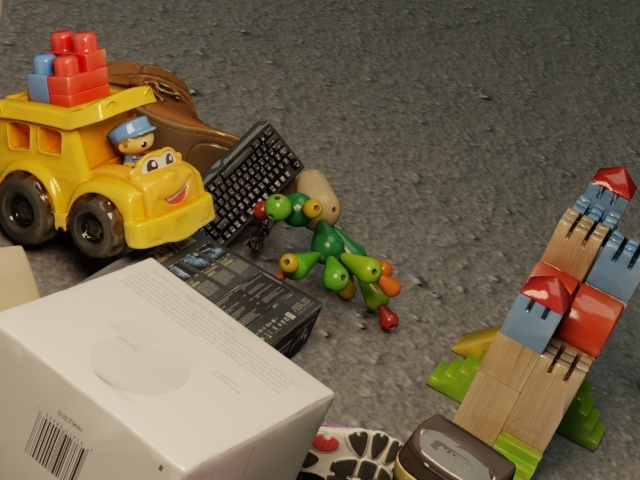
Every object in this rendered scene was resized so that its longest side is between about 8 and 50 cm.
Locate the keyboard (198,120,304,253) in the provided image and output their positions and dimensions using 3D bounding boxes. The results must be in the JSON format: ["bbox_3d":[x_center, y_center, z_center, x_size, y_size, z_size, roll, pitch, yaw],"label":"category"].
[{"bbox_3d":[-0.084,-0.043,1.891,0.180,0.023,0.108,-46,110,-32],"label":"keyboard"}]

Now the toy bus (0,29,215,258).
[{"bbox_3d":[-0.226,-0.103,1.734,0.220,0.211,0.149,12,21,33],"label":"toy bus"}]

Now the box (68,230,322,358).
[{"bbox_3d":[-0.128,0.077,1.701,0.183,0.059,0.232,30,27,13],"label":"box"}]

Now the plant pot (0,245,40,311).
[{"bbox_3d":[-0.304,0.080,1.509,0.109,0.109,0.096,-6,50,-46],"label":"plant pot"}]

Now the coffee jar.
[{"bbox_3d":[0.089,0.240,1.432,0.096,0.184,0.079,33,27,17],"label":"coffee jar"}]

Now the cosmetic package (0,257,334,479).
[{"bbox_3d":[-0.151,0.149,1.458,0.224,0.138,0.224,35,29,21],"label":"cosmetic package"}]

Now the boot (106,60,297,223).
[{"bbox_3d":[-0.164,-0.124,2.027,0.283,0.109,0.220,11,24,-9],"label":"boot"}]

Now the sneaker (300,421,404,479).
[{"bbox_3d":[0.004,0.190,1.600,0.170,0.068,0.071,20,8,-21],"label":"sneaker"}]

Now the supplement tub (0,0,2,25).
[{"bbox_3d":[-0.459,-0.216,1.826,0.191,0.191,0.272,22,26,-3],"label":"supplement tub"}]

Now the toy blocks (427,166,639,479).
[{"bbox_3d":[0.258,0.077,1.795,0.191,0.261,0.381,29,27,10],"label":"toy blocks"}]

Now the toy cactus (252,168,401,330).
[{"bbox_3d":[0.000,0.000,1.871,0.219,0.112,0.180,31,30,-34],"label":"toy cactus"}]
